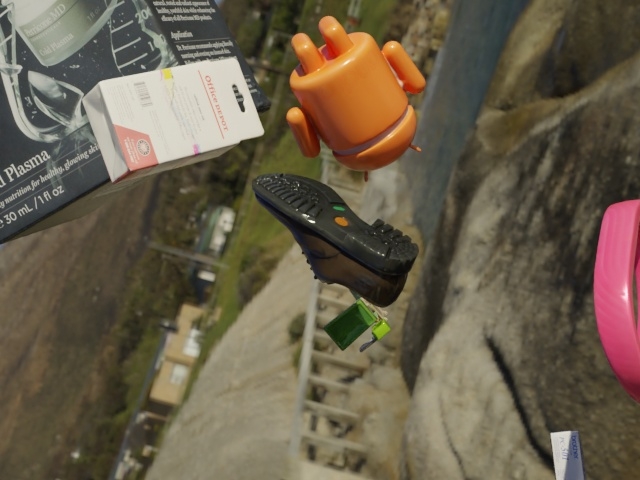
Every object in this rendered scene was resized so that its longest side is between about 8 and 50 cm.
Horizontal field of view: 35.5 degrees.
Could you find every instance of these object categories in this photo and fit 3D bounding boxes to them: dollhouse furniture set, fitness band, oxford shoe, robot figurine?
[{"bbox_3d":[0.044,0.098,1.278,0.058,0.076,0.152,-40,3,6],"label":"dollhouse furniture set"},{"bbox_3d":[0.404,0.077,1.280,0.209,0.054,0.291,60,-146,-28],"label":"fitness band"},{"bbox_3d":[0.000,0.000,1.102,0.082,0.227,0.096,-18,-46,-41],"label":"oxford shoe"},{"bbox_3d":[0.042,-0.181,1.308,0.128,0.219,0.158,-2,40,50],"label":"robot figurine"}]

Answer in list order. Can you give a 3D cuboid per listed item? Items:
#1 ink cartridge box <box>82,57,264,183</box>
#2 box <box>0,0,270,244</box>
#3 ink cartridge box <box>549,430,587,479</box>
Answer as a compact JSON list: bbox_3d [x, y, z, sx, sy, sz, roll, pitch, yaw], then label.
[{"bbox_3d":[-0.180,-0.152,1.249,0.067,0.198,0.115,-23,86,56],"label":"ink cartridge box"},{"bbox_3d":[-0.428,-0.318,1.743,0.480,0.472,0.297,-27,2,22],"label":"box"},{"bbox_3d":[0.389,0.399,1.529,0.097,0.046,0.207,39,-136,-68],"label":"ink cartridge box"}]
